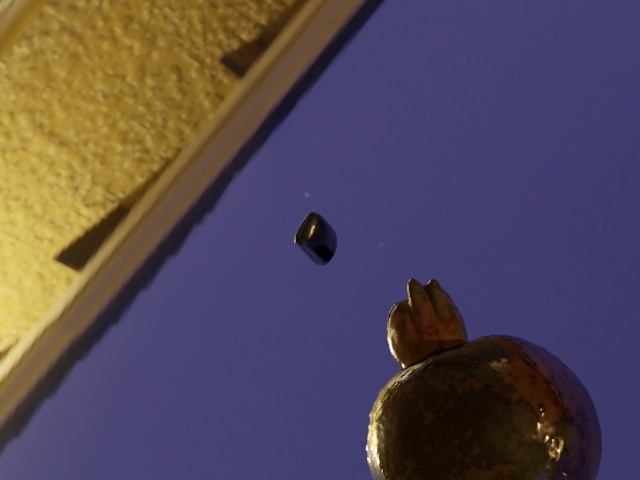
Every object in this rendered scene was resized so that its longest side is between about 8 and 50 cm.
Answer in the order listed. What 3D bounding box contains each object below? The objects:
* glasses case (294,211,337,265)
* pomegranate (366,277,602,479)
[{"bbox_3d":[0.000,0.000,1.048,0.023,0.083,0.034,25,-98,17],"label":"glasses case"},{"bbox_3d":[0.168,0.191,1.368,0.285,0.285,0.341,-38,-122,27],"label":"pomegranate"}]
